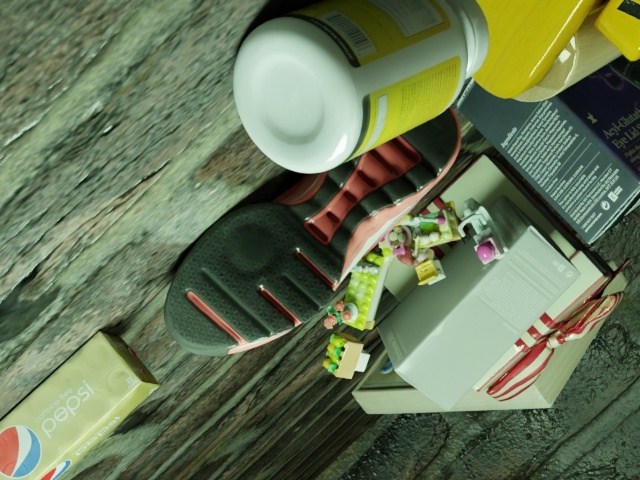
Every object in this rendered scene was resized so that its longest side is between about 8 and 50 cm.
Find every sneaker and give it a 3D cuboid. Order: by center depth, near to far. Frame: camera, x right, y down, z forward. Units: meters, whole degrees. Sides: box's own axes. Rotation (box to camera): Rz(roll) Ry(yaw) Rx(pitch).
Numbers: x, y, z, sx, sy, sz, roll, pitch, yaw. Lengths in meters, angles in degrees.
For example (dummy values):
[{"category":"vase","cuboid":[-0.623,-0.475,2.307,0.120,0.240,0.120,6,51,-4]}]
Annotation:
[{"category":"sneaker","cuboid":[0.001,0.000,1.157,0.314,0.116,0.136,-40,169,-10]}]

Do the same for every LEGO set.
[{"category":"LEGO set","cuboid":[0.071,0.042,1.515,0.287,0.132,0.107,-40,160,23]}]

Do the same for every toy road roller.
[{"category":"toy road roller","cuboid":[0.286,-0.207,1.027,0.202,0.240,0.329,-31,164,-39]}]

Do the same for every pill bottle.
[{"category":"pill bottle","cuboid":[0.035,-0.119,0.880,0.184,0.103,0.103,-29,162,-45]}]

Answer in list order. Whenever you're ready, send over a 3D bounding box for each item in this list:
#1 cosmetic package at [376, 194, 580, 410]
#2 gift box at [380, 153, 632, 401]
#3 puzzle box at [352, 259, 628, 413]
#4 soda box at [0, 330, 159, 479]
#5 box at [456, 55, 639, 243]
[{"category":"cosmetic package","cuboid":[0.188,0.075,1.578,0.238,0.107,0.127,-46,-159,8]},{"category":"gift box","cuboid":[0.260,0.047,1.771,0.255,0.258,0.276,-45,166,17]},{"category":"puzzle box","cuboid":[0.256,0.157,2.042,0.409,0.052,0.272,-12,-148,50]},{"category":"soda box","cuboid":[-0.229,0.162,1.122,0.181,0.061,0.058,-42,167,1]},{"category":"box","cuboid":[0.272,-0.126,1.336,0.153,0.207,0.108,-33,164,-38]}]
